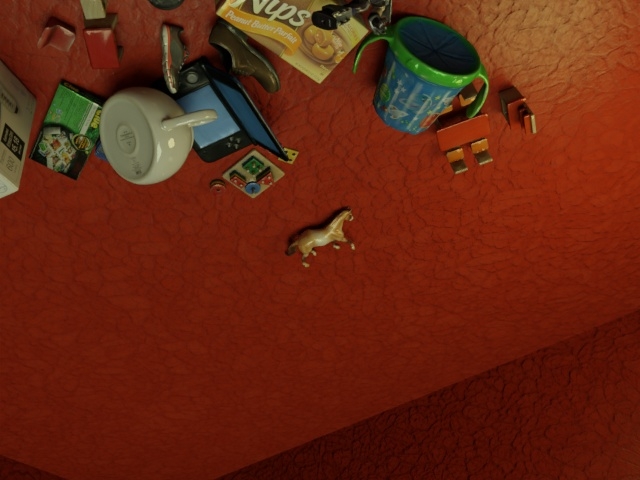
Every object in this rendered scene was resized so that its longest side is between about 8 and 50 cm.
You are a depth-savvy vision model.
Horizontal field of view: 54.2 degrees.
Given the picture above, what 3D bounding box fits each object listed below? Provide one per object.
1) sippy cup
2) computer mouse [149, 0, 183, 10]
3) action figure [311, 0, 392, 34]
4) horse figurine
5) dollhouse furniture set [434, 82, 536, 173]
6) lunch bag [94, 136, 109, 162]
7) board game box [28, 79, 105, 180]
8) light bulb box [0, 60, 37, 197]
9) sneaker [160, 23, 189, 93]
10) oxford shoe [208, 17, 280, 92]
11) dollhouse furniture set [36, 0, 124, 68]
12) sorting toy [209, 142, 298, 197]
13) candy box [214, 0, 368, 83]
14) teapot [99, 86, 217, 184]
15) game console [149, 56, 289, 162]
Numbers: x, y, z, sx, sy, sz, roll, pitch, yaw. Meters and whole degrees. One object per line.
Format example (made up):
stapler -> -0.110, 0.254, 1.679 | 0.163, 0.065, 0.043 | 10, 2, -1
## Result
sippy cup -> 0.245, -0.399, 1.568 | 0.240, 0.305, 0.224 | -32, 161, -40
computer mouse -> -0.327, -0.631, 1.307 | 0.184, 0.060, 0.262 | -18, 126, 12
action figure -> 0.095, -0.547, 1.394 | 0.285, 0.099, 0.185 | -30, 118, -34
horse figurine -> 0.000, 0.000, 2.058 | 0.263, 0.066, 0.174 | -19, 143, 4
dollhouse furniture set -> 0.453, -0.324, 1.758 | 0.259, 0.135, 0.262 | -20, 137, 9
lunch bag -> -0.549, -0.241, 1.668 | 0.098, 0.065, 0.067 | 25, 127, -33
board game box -> -0.647, -0.278, 1.614 | 0.136, 0.030, 0.260 | 29, 125, -19
light bulb box -> -0.835, -0.293, 1.329 | 0.225, 0.358, 0.361 | -22, 138, 8
sneaker -> -0.340, -0.430, 1.481 | 0.065, 0.061, 0.158 | -7, 107, -22
oxford shoe -> -0.188, -0.427, 1.517 | 0.227, 0.083, 0.096 | 41, 75, -35
dollhouse furniture set -> -0.549, -0.517, 1.304 | 0.201, 0.152, 0.374 | -5, 137, -8
sorting toy -> -0.187, -0.188, 1.824 | 0.274, 0.046, 0.132 | -34, 134, 22
candy box -> -0.065, -0.527, 1.454 | 0.316, 0.087, 0.183 | 27, 125, -34
teapot -> -0.401, -0.266, 1.541 | 0.187, 0.256, 0.252 | -26, 147, -49
game console -> -0.257, -0.297, 1.596 | 0.250, 0.173, 0.293 | -23, 136, 11
